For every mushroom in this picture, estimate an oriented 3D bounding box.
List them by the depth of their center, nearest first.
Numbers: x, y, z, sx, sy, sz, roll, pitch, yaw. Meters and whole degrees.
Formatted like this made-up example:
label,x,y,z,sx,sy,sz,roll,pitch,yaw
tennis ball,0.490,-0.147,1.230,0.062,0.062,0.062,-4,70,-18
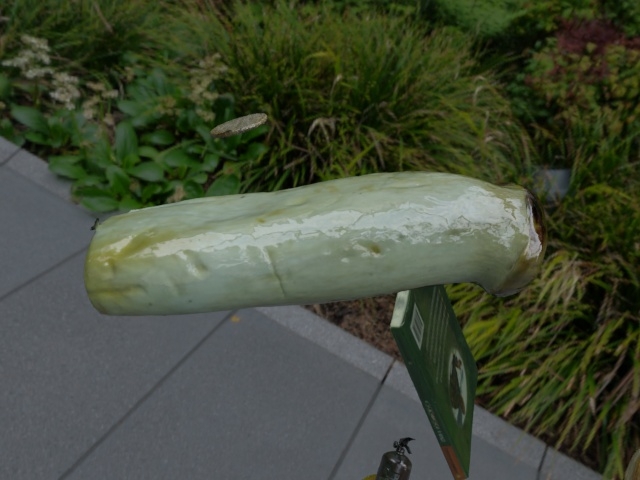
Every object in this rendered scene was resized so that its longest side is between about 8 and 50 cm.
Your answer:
label,x,y,z,sx,sy,sz,roll,pitch,yaw
mushroom,0.000,0.000,0.416,0.312,0.081,0.100,-4,25,0

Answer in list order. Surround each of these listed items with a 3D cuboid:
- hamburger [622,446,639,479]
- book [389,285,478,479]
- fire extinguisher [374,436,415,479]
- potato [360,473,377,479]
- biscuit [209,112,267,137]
label,x,y,z,sx,sy,sz,roll,pitch,yaw
hamburger,0.481,0.366,0.745,0.146,0.286,0.243,12,69,-3
book,0.208,0.200,1.069,0.043,0.371,0.260,-10,31,25
fire extinguisher,0.152,0.558,1.332,0.072,0.268,0.089,20,-6,-9
potato,0.214,0.764,1.540,0.176,0.195,0.369,32,16,-51
biscuit,-0.157,-0.221,1.160,0.120,0.015,0.120,-15,24,6
